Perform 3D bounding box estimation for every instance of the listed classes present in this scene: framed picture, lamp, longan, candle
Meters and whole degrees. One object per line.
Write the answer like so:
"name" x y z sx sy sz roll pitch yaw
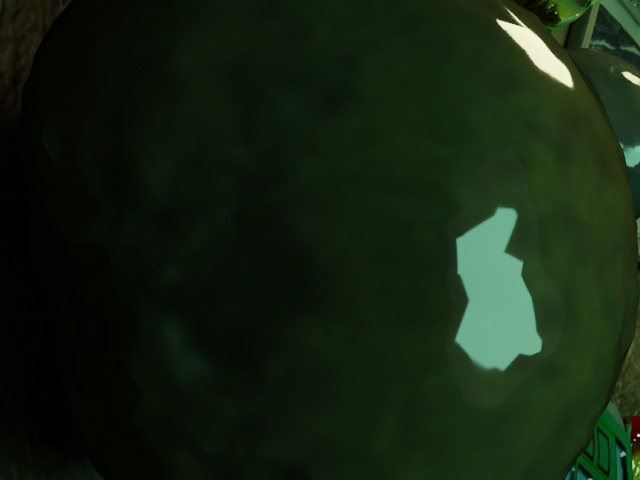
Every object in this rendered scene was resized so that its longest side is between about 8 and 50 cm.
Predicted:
"framed picture" 0.340 -0.119 1.999 0.335 0.022 0.247 35 66 -51
"lamp" 0.192 -0.055 1.707 0.314 0.182 0.182 -36 125 -21
"longan" 0.009 0.002 1.220 0.404 0.404 0.436 -5 76 -54
"candle" -0.099 0.142 1.405 0.329 0.048 0.051 16 95 -55

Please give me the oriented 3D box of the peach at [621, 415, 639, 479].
"peach" 0.340 0.270 1.873 0.190 0.226 0.196 -58 136 -37

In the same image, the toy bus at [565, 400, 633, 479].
"toy bus" 0.151 0.192 1.605 0.343 0.183 0.199 41 38 -48

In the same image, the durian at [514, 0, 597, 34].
"durian" 0.247 -0.331 1.717 0.157 0.169 0.356 43 65 -48
